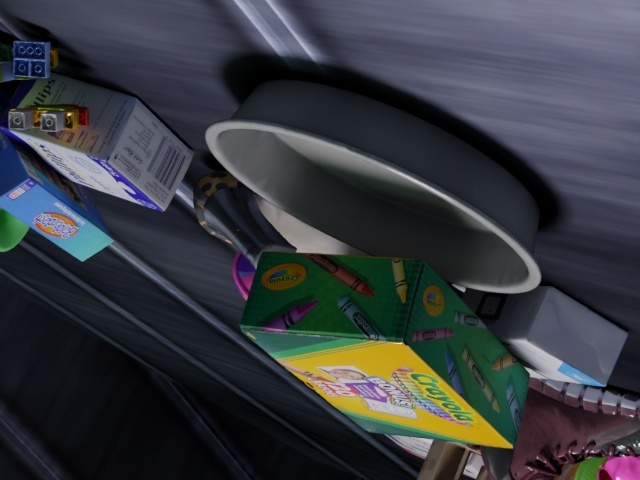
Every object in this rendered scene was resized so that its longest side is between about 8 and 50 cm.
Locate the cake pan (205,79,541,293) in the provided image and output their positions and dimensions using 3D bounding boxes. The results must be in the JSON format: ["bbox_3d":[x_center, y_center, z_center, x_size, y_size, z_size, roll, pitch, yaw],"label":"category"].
[{"bbox_3d":[0.050,-0.044,1.248,0.293,0.054,0.293,24,168,5],"label":"cake pan"}]

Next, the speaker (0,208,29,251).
[{"bbox_3d":[-0.525,-0.087,2.043,0.297,0.131,0.131,21,168,16],"label":"speaker"}]

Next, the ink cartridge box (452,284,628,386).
[{"bbox_3d":[0.200,0.090,1.517,0.104,0.060,0.180,29,167,-23],"label":"ink cartridge box"}]

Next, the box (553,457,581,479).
[{"bbox_3d":[0.390,0.415,2.181,0.168,0.215,0.345,24,168,2],"label":"box"}]

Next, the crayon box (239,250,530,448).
[{"bbox_3d":[0.067,0.104,1.433,0.165,0.081,0.278,2,156,30],"label":"crayon box"}]

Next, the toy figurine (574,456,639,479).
[{"bbox_3d":[0.404,0.284,1.885,0.173,0.130,0.159,2,156,3],"label":"toy figurine"}]

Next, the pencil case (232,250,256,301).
[{"bbox_3d":[-0.034,0.059,1.768,0.104,0.104,0.236,22,168,12],"label":"pencil case"}]

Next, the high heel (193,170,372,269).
[{"bbox_3d":[0.000,0.000,1.560,0.261,0.093,0.186,18,-163,-37],"label":"high heel"}]

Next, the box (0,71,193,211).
[{"bbox_3d":[-0.217,-0.098,1.506,0.137,0.072,0.126,19,166,28],"label":"box"}]

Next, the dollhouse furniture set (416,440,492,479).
[{"bbox_3d":[0.204,0.258,1.939,0.129,0.183,0.129,28,168,-18],"label":"dollhouse furniture set"}]

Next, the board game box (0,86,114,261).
[{"bbox_3d":[-0.305,-0.079,1.604,0.160,0.047,0.210,58,-175,23],"label":"board game box"}]

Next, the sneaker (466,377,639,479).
[{"bbox_3d":[0.293,0.245,1.756,0.281,0.162,0.106,18,166,31],"label":"sneaker"}]

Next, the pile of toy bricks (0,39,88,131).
[{"bbox_3d":[-0.311,-0.156,1.426,0.212,0.118,0.105,5,-168,15],"label":"pile of toy bricks"}]

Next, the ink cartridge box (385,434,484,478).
[{"bbox_3d":[0.173,0.271,2.289,0.159,0.092,0.218,17,164,30],"label":"ink cartridge box"}]
